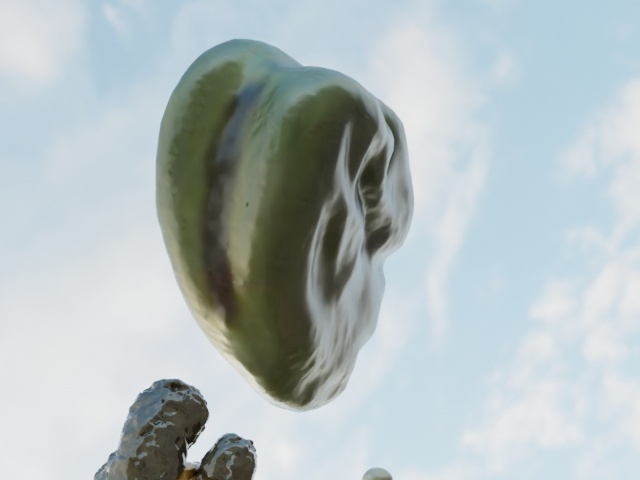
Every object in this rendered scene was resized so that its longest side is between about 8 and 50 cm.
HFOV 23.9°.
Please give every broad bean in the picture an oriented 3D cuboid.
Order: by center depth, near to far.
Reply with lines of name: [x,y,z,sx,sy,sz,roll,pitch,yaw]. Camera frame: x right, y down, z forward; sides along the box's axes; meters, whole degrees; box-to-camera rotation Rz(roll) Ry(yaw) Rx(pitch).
broad bean: [-0.002,-0.001,0.666,0.153,0.072,0.206,-65,-29,-18]

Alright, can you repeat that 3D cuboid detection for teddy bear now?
teddy bear: [-0.097,0.230,1.225,0.177,0.190,0.140,-59,4,40]

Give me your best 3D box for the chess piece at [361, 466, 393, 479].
chess piece: [0.019,0.163,0.820,0.035,0.035,0.092,-5,-60,-42]
